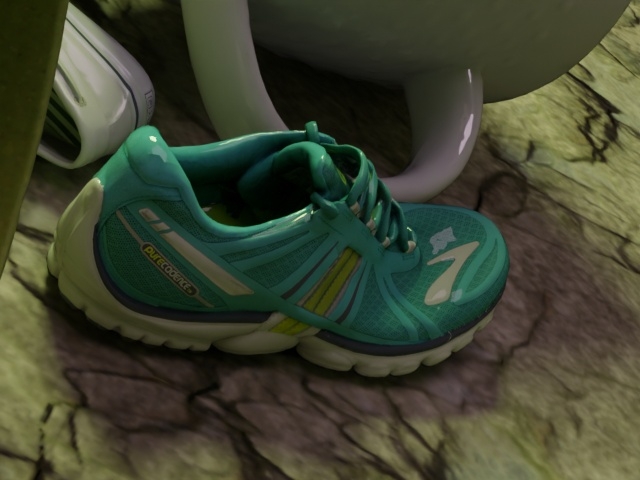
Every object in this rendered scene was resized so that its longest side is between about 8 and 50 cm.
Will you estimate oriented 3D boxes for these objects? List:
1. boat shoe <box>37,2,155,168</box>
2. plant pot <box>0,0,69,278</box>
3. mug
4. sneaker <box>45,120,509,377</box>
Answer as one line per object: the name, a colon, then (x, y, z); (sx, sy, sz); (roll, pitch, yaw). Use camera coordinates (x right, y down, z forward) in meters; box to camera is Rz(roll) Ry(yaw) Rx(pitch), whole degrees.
boat shoe: (-0.189, -0.124, 0.836); (0.226, 0.083, 0.076); (35, 30, 4)
plant pot: (-0.241, -0.039, 0.531); (0.254, 0.276, 0.276); (17, 32, -3)
mug: (0.011, -0.197, 0.954); (0.328, 0.276, 0.374); (9, 75, -45)
sneaker: (0.000, 0.000, 0.801); (0.275, 0.110, 0.107); (3, 41, -40)
